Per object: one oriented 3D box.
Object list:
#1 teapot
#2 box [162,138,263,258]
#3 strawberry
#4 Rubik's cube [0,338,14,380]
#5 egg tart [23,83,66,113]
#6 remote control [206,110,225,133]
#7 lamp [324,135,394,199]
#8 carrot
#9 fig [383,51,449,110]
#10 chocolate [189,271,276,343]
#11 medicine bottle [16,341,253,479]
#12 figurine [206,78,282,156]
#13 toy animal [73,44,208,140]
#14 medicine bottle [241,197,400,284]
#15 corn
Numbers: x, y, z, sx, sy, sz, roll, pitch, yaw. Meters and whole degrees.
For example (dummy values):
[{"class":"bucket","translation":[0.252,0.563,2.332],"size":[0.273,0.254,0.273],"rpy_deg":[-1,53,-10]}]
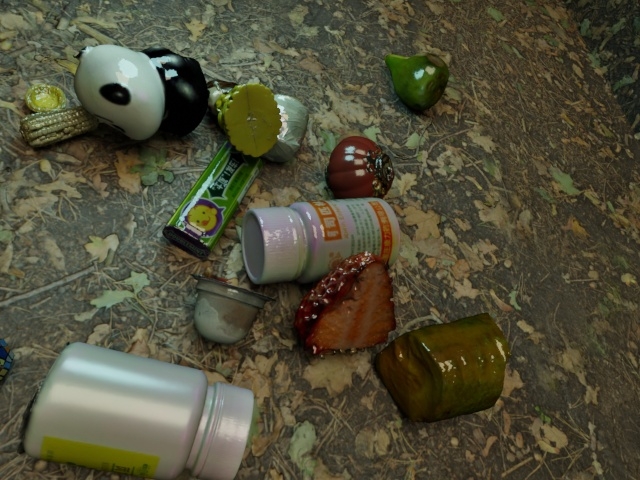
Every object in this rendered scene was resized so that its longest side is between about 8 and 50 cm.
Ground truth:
[{"class":"teapot","translation":[-0.153,-0.337,1.386],"size":[0.222,0.163,0.178],"rpy_deg":[16,62,-14]},{"class":"box","translation":[-0.283,-0.122,1.252],"size":[0.134,0.097,0.345],"rpy_deg":[32,55,-14]},{"class":"strawberry","translation":[0.045,0.155,1.151],"size":[0.254,0.279,0.150],"rpy_deg":[-17,33,-14]},{"class":"Rubik's cube","translation":[-0.661,0.238,0.891],"size":[0.111,0.093,0.111],"rpy_deg":[10,61,-18]},{"class":"egg tart","translation":[-0.733,-0.372,1.228],"size":[0.105,0.039,0.105],"rpy_deg":[10,60,-18]},{"class":"remote control","translation":[-0.312,-0.372,1.425],"size":[0.039,0.014,0.096],"rpy_deg":[-34,79,-33]},{"class":"lamp","translation":[0.123,-0.206,1.398],"size":[0.227,0.227,0.226],"rpy_deg":[10,60,-18]},{"class":"carrot","translation":[0.342,0.327,1.187],"size":[0.341,0.241,0.241],"rpy_deg":[-7,66,-21]},{"class":"fig","translation":[0.350,-0.633,1.767],"size":[0.206,0.206,0.275],"rpy_deg":[-30,57,-33]},{"class":"chocolate","translation":[-0.224,0.170,1.092],"size":[0.222,0.221,0.147],"rpy_deg":[19,85,-13]},{"class":"medicine bottle","translation":[-0.339,0.342,0.898],"size":[0.379,0.213,0.213],"rpy_deg":[17,58,-13]},{"class":"figurine","translation":[-0.254,-0.376,1.302],"size":[0.168,0.187,0.315],"rpy_deg":[-44,43,-6]},{"class":"toy animal","translation":[-0.472,-0.396,1.199],"size":[0.250,0.251,0.310],"rpy_deg":[51,28,9]},{"class":"medicine bottle","translation":[0.000,0.000,1.230],"size":[0.389,0.219,0.219],"rpy_deg":[-5,65,-25]},{"class":"corn","translation":[-0.666,-0.303,1.199],"size":[0.211,0.087,0.087],"rpy_deg":[-26,76,-38]}]
